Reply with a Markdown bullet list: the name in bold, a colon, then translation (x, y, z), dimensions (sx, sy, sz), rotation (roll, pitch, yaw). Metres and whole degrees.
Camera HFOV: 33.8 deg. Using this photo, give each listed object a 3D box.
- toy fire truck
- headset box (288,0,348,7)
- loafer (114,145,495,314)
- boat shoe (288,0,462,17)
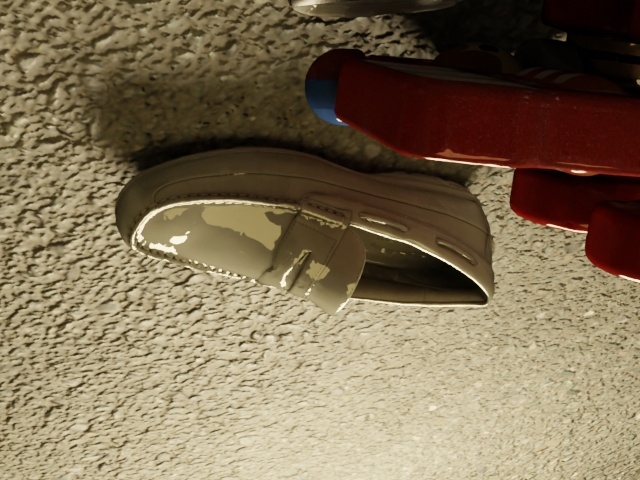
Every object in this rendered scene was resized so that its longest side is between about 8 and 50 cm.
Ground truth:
- **toy fire truck**: translation (0.127, -0.084, 0.647), dimensions (0.254, 0.302, 0.169), rotation (5, 103, -14)
- **headset box**: translation (0.119, -0.249, 0.539), dimensions (0.293, 0.110, 0.218), rotation (-8, 144, -8)
- **loafer**: translation (0.000, 0.000, 0.831), dimensions (0.319, 0.111, 0.112), rotation (3, 141, -23)
- **boat shoe**: translation (0.066, -0.173, 0.669), dimensions (0.184, 0.066, 0.063), rotation (-14, 163, -10)
